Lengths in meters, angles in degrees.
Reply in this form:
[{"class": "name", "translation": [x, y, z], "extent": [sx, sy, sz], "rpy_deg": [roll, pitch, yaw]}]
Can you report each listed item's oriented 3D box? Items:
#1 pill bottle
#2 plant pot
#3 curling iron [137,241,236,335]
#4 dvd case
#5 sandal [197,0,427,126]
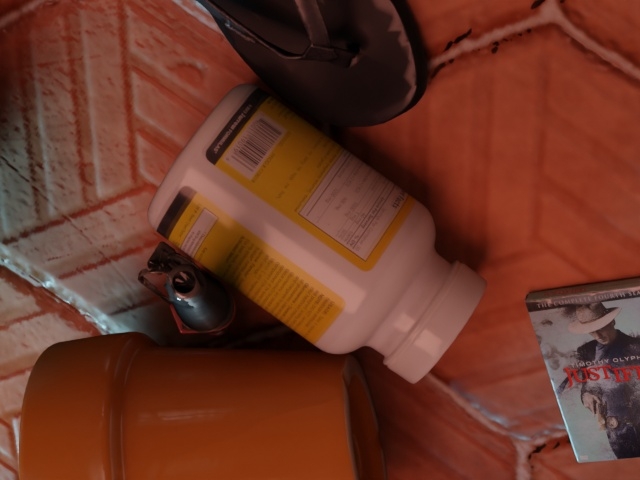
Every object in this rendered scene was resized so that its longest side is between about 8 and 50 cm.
[{"class": "pill bottle", "translation": [0.000, 0.000, 0.868], "extent": [0.184, 0.103, 0.103], "rpy_deg": [36, 125, -1]}, {"class": "plant pot", "translation": [-0.060, 0.148, 0.937], "extent": [0.187, 0.205, 0.205], "rpy_deg": [-11, 115, 9]}, {"class": "curling iron", "translation": [-0.075, 0.031, 0.841], "extent": [0.068, 0.274, 0.035], "rpy_deg": [36, 87, -2]}, {"class": "dvd case", "translation": [0.179, 0.079, 0.898], "extent": [0.087, 0.013, 0.119], "rpy_deg": [-9, 114, 26]}, {"class": "sandal", "translation": [-0.045, -0.156, 0.824], "extent": [0.097, 0.054, 0.254], "rpy_deg": [-36, 101, 34]}]
